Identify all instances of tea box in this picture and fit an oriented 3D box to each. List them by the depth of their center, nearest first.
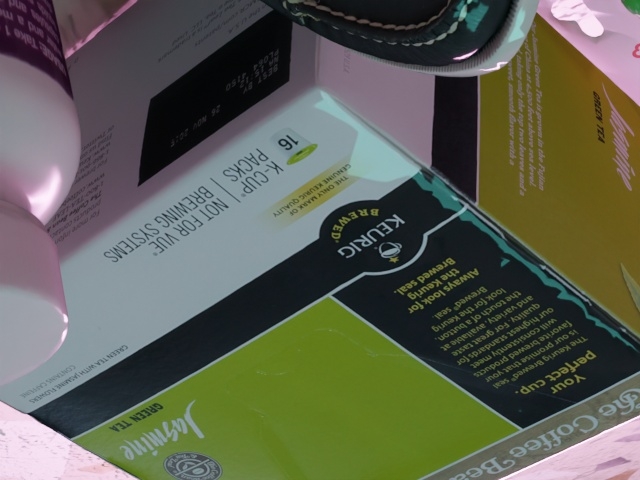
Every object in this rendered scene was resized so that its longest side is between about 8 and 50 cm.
[{"bbox_3d":[0.000,0.000,1.004,0.329,0.220,0.323,-31,127,33],"label":"tea box"}]

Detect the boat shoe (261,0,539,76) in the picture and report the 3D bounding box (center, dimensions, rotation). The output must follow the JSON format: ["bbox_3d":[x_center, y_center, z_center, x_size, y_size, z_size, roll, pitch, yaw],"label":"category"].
[{"bbox_3d":[-0.028,-0.154,0.709,0.091,0.302,0.114,-1,115,-39],"label":"boat shoe"}]

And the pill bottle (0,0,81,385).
[{"bbox_3d":[-0.199,-0.085,0.726,0.169,0.301,0.169,-13,155,-6],"label":"pill bottle"}]

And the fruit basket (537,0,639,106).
[{"bbox_3d":[0.279,-0.169,0.933,0.353,0.165,0.327,-21,134,29],"label":"fruit basket"}]
